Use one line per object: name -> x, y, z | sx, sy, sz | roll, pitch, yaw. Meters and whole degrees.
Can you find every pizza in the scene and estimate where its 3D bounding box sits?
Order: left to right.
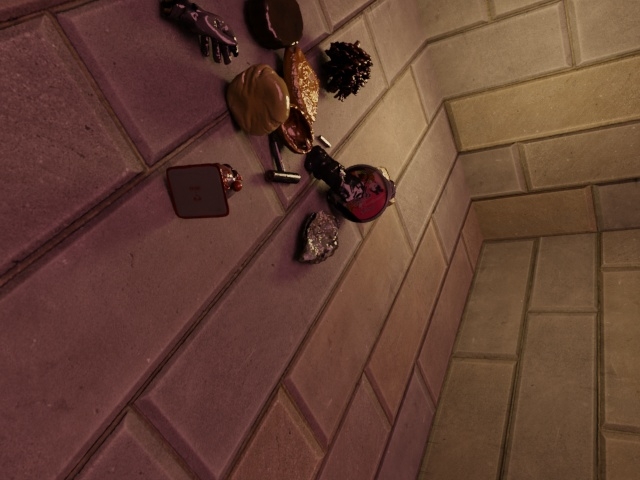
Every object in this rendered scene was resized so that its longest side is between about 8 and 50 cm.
pizza -> -0.076, -0.628, 1.956 | 0.226, 0.086, 0.336 | -41, 120, -56

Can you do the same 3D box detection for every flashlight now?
flashlight -> 0.019, -0.441, 2.129 | 0.083, 0.018, 0.018 | 33, 59, -49

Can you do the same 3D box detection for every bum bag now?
bum bag -> 0.058, -0.279, 2.032 | 0.310, 0.074, 0.137 | 39, 65, -1

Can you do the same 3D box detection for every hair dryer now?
hair dryer -> -0.152, -0.317, 1.837 | 0.173, 0.050, 0.195 | -2, 83, -59

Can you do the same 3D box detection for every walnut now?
walnut -> -0.116, -0.433, 1.864 | 0.211, 0.087, 0.167 | 53, 51, -35

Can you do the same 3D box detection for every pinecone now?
pinecone -> 0.119, -0.772, 2.145 | 0.243, 0.243, 0.257 | 35, 62, -49

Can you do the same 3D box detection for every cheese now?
cheese -> -0.206, -0.478, 1.629 | 0.117, 0.213, 0.226 | -43, 113, -55

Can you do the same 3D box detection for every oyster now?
oyster -> 0.000, 0.000, 1.955 | 0.198, 0.112, 0.268 | 44, 54, -45

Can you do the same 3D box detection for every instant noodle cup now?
instant noodle cup -> 0.193, -0.213, 2.172 | 0.181, 0.302, 0.259 | -28, 122, -78

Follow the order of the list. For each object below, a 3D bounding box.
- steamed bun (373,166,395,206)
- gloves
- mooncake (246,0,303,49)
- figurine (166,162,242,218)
steamed bun -> 0.287, -0.263, 2.425 | 0.231, 0.110, 0.213 | -17, 82, -53
gloves -> -0.362, -0.666, 1.496 | 0.285, 0.142, 0.119 | 36, 85, -50
mooncake -> -0.177, -0.837, 1.806 | 0.228, 0.124, 0.228 | 1, 89, -53
figurine -> -0.320, -0.176, 1.464 | 0.226, 0.183, 0.160 | -49, 135, -63
